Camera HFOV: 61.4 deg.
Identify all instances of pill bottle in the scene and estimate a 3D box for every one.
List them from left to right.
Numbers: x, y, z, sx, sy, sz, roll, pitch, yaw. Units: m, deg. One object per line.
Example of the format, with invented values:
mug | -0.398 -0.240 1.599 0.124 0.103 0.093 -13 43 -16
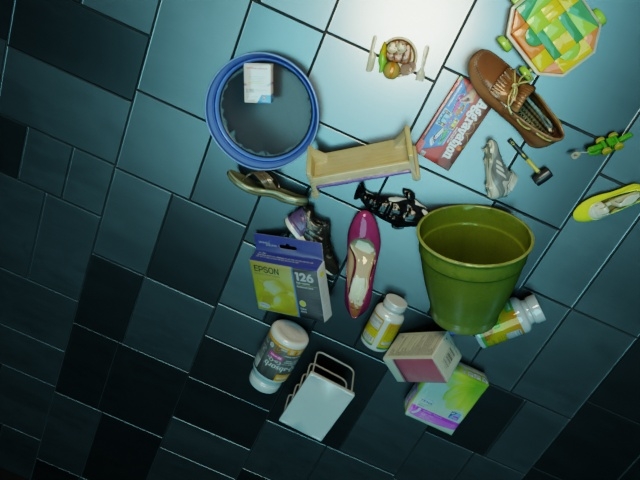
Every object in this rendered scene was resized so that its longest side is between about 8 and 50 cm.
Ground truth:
pill bottle | -0.171 0.464 2.146 0.162 0.162 0.278 26 113 -3
pill bottle | 0.245 0.310 2.046 0.118 0.117 0.208 23 113 -1
pill bottle | 0.679 0.288 1.963 0.246 0.136 0.136 -26 106 17

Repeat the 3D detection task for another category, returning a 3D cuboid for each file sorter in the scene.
file sorter | -0.008 0.623 2.180 0.193 0.173 0.277 29 113 -5

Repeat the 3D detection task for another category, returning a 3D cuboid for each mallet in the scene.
mallet | 0.686 -0.259 1.799 0.190 0.039 0.062 39 114 -3

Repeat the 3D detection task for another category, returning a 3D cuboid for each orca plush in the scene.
orca plush | 0.255 -0.113 1.880 0.287 0.102 0.151 33 113 -6

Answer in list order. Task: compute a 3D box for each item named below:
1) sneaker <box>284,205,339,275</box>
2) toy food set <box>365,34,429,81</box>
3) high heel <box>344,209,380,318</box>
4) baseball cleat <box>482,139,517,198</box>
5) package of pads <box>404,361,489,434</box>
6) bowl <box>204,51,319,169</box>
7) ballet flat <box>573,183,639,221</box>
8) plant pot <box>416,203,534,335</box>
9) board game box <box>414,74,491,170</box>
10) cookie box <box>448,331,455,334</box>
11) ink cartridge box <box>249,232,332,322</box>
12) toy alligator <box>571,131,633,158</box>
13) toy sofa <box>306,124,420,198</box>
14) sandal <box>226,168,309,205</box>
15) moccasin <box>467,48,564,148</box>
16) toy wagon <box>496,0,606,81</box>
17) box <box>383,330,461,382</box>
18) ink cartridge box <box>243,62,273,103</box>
sneaker | 0.000 0.000 1.967 0.124 0.107 0.283 -36 103 13
toy food set | 0.248 -0.581 1.726 0.192 0.038 0.132 11 113 4
high heel | 0.149 0.089 1.935 0.127 0.181 0.376 1 112 8
baseball cleat | 0.602 -0.242 1.806 0.110 0.072 0.205 -8 116 -3
package of pads | 0.487 0.604 2.140 0.229 0.101 0.296 26 112 -4
bowl | -0.193 -0.436 1.830 0.392 0.077 0.390 3 113 8
ballet flat | 0.960 -0.120 1.788 0.231 0.077 0.077 -25 107 17
plant pot | 0.501 0.119 1.832 0.367 0.366 0.352 2 124 7
board game box | 0.442 -0.383 1.785 0.145 0.027 0.281 29 113 -5
cookie box | 0.484 0.284 2.006 0.040 0.107 0.091 -6 111 11
ink cartridge box | -0.118 0.138 1.993 0.304 0.072 0.307 8 122 30
toy alligator | 0.907 -0.296 1.742 0.190 0.056 0.051 -21 148 16
toy sofa | 0.142 -0.237 1.787 0.363 0.150 0.177 -9 138 11
sandal | -0.181 -0.202 1.909 0.303 0.120 0.086 17 108 -7
moccasin | 0.603 -0.435 1.658 0.139 0.147 0.380 -44 102 -10
toy wagon | 0.668 -0.659 1.617 0.267 0.068 0.344 -38 102 20
box | 0.379 0.435 2.010 0.232 0.148 0.126 -14 115 46
ink cartridge box | -0.197 -0.507 1.731 0.089 0.052 0.122 5 114 6
